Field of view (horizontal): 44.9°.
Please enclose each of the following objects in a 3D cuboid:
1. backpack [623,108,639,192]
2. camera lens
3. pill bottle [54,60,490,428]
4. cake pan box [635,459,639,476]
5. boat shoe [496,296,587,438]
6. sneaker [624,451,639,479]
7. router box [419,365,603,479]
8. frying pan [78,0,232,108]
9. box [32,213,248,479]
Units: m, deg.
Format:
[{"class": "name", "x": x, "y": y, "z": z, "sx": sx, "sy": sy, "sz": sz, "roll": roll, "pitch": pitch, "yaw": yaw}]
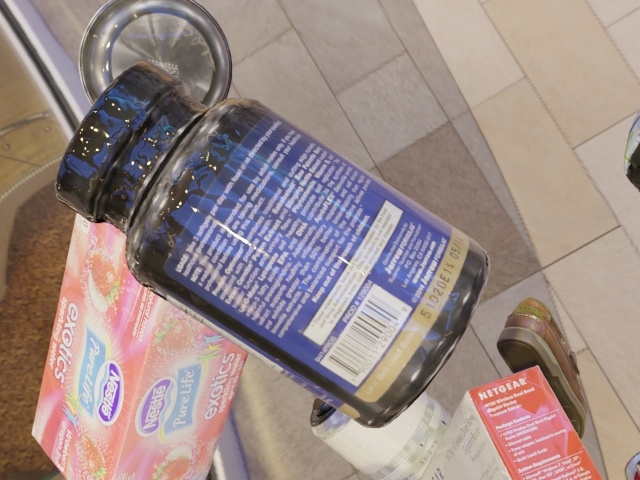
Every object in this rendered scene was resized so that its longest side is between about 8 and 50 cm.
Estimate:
[{"class": "backpack", "x": 0.688, "y": -0.199, "z": 1.325, "sx": 0.290, "sy": 0.273, "sz": 0.355, "roll": 22, "pitch": 133, "yaw": -3}, {"class": "camera lens", "x": 0.132, "y": 0.389, "z": 1.661, "sx": 0.274, "sy": 0.219, "sz": 0.219, "roll": 39, "pitch": 94, "yaw": -6}, {"class": "pill bottle", "x": -0.028, "y": -0.002, "z": 0.433, "sx": 0.219, "sy": 0.123, "sz": 0.123, "roll": 33, "pitch": 93, "yaw": -1}, {"class": "cake pan box", "x": 0.324, "y": 0.238, "z": 0.427, "sx": 0.070, "sy": 0.246, "sz": 0.267, "roll": -29, "pitch": 96, "yaw": -20}, {"class": "boat shoe", "x": 0.402, "y": 0.226, "z": 1.332, "sx": 0.111, "sy": 0.307, "sz": 0.104, "roll": 4, "pitch": 47, "yaw": 37}, {"class": "sneaker", "x": 0.361, "y": 0.271, "z": 0.810, "sx": 0.042, "sy": 0.118, "sz": 0.067, "roll": -43, "pitch": 43, "yaw": -4}, {"class": "router box", "x": 0.220, "y": 0.339, "z": 0.808, "sx": 0.082, "sy": 0.335, "sz": 0.301, "roll": -16, "pitch": 59, "yaw": -13}, {"class": "frying pan", "x": -0.238, "y": -0.167, "z": 0.984, "sx": 0.197, "sy": 0.053, "sz": 0.326, "roll": 33, "pitch": 86, "yaw": -24}, {"class": "box", "x": -0.177, "y": 0.117, "z": 0.800, "sx": 0.154, "sy": 0.142, "sz": 0.300, "roll": 37, "pitch": 119, "yaw": 32}]
